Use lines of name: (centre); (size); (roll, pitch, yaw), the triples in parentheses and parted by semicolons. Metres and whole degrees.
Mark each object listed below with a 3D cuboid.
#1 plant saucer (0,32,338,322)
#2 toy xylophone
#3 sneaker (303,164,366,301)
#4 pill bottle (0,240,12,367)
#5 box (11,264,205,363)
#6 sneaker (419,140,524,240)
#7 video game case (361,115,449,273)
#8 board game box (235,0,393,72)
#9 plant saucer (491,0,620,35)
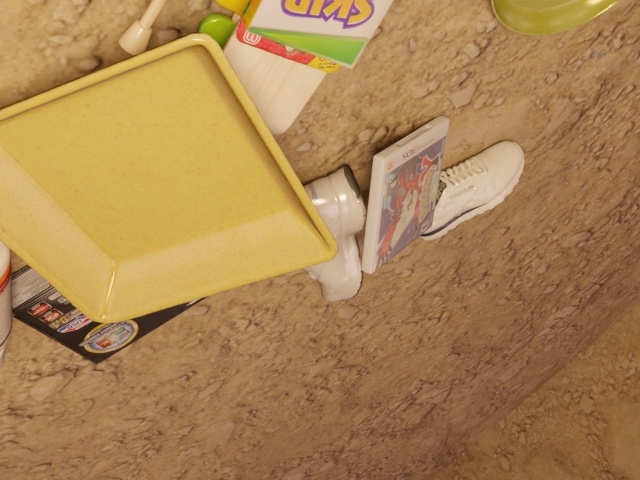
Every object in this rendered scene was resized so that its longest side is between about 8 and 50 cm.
plant saucer: (-0.189, -0.061, 0.811); (0.332, 0.081, 0.333); (-17, 138, 14)
toy xylophone: (-0.057, -0.245, 0.769); (0.236, 0.081, 0.322); (23, 124, -38)
sneaker: (0.000, 0.000, 1.196); (0.129, 0.111, 0.297); (-13, 140, -7)
pill bottle: (-0.427, 0.076, 0.881); (0.121, 0.121, 0.221); (-12, 145, -30)
box: (-0.264, 0.052, 1.052); (0.270, 0.060, 0.216); (-31, 149, -1)
sneaker: (0.241, -0.092, 1.276); (0.235, 0.090, 0.095); (-39, 139, 11)
video game case: (0.131, -0.070, 1.145); (0.183, 0.023, 0.201); (-34, 140, -41)
board game box: (0.027, -0.270, 0.689); (0.124, 0.039, 0.259); (12, 131, -29)
plant saucer: (0.325, -0.365, 0.954); (0.240, 0.037, 0.241); (-13, 151, -7)
